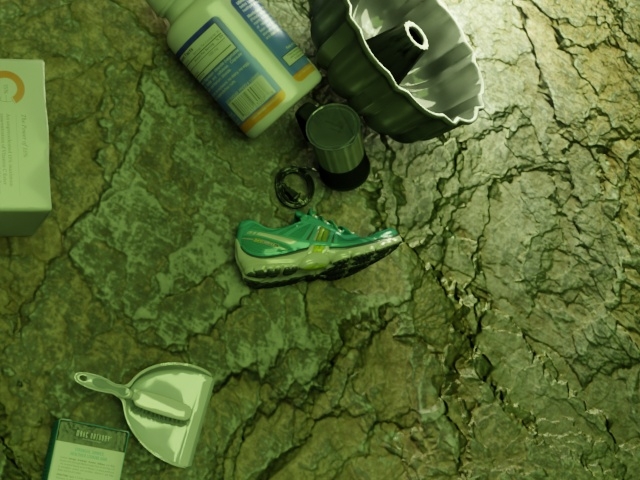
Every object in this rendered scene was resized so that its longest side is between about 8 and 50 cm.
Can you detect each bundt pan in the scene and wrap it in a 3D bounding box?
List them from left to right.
[{"bbox_3d":[0.110,-0.294,1.893,0.331,0.124,0.331,30,43,-32],"label":"bundt pan"}]

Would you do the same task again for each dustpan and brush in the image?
[{"bbox_3d":[-0.256,0.228,1.694,0.211,0.060,0.147,21,70,-18],"label":"dustpan and brush"}]

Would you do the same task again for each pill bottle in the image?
[{"bbox_3d":[-0.138,-0.302,1.822,0.152,0.152,0.272,-43,96,-25],"label":"pill bottle"}]

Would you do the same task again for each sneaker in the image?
[{"bbox_3d":[0.000,0.000,1.840,0.275,0.107,0.110,-5,70,-24],"label":"sneaker"}]

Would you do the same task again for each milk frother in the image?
[{"bbox_3d":[-0.004,-0.126,1.838,0.129,0.135,0.143,23,70,20],"label":"milk frother"}]

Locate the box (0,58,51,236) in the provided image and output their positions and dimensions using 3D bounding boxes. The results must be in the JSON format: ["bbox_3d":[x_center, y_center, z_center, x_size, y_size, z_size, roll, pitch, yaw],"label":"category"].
[{"bbox_3d":[-0.550,-0.122,1.594,0.345,0.168,0.215,-1,78,-23],"label":"box"}]

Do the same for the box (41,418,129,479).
[{"bbox_3d":[-0.338,0.374,1.625,0.100,0.060,0.244,15,72,-20],"label":"box"}]
